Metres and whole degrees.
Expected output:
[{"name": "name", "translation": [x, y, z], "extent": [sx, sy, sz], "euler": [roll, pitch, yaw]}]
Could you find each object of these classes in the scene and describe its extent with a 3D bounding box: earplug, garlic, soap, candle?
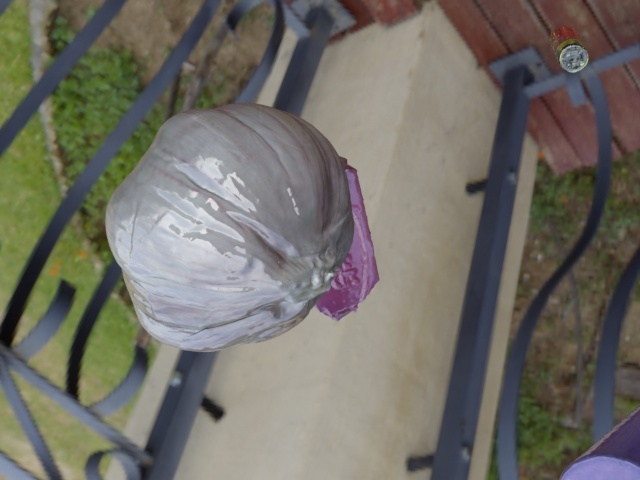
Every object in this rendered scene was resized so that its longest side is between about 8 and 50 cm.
[{"name": "earplug", "translation": [0.586, 0.358, 1.856], "extent": [0.215, 0.456, 0.215], "euler": [16, 117, 34]}, {"name": "garlic", "translation": [-0.090, -0.021, 1.297], "extent": [0.259, 0.317, 0.317], "euler": [40, 153, 31]}, {"name": "soap", "translation": [0.000, 0.000, 1.733], "extent": [0.162, 0.099, 0.249], "euler": [-22, 117, -14]}, {"name": "candle", "translation": [0.420, -0.330, 1.892], "extent": [0.052, 0.130, 0.052], "euler": [1, 119, 1]}]
